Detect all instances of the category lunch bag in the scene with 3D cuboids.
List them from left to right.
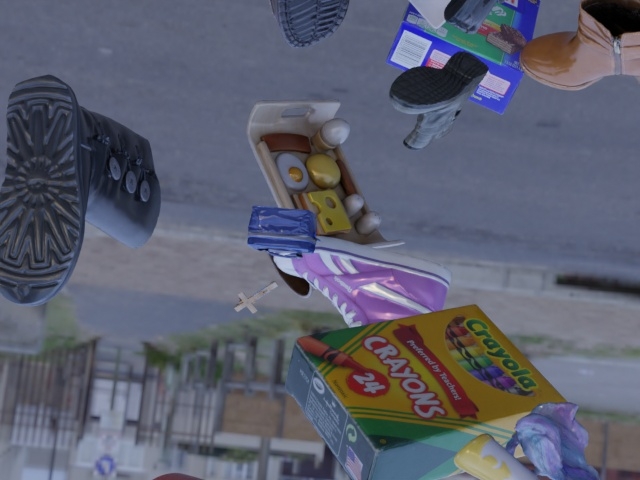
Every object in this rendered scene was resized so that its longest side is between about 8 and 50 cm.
[{"bbox_3d":[-0.048,-0.009,1.538,0.098,0.065,0.067,5,176,13],"label":"lunch bag"}]

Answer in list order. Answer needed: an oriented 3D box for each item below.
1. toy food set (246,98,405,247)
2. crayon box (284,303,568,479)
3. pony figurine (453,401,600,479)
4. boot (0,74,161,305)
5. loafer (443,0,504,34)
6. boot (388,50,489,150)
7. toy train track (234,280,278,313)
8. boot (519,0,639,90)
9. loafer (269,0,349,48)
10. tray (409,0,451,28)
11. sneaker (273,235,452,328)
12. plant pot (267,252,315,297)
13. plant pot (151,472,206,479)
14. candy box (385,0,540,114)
[{"bbox_3d":[0.016,-0.114,2.036,0.219,0.306,0.092,-8,158,-46],"label":"toy food set"},{"bbox_3d":[0.145,0.178,1.357,0.318,0.081,0.202,-8,-143,-29],"label":"crayon box"},{"bbox_3d":[0.270,0.329,1.049,0.363,0.351,0.303,50,177,27],"label":"pony figurine"},{"bbox_3d":[-0.404,-0.048,1.952,0.146,0.367,0.445,5,171,7],"label":"boot"},{"bbox_3d":[0.276,-0.409,1.841,0.061,0.062,0.170,31,118,-28],"label":"loafer"},{"bbox_3d":[0.177,-0.206,1.850,0.083,0.161,0.246,41,-140,19],"label":"boot"},{"bbox_3d":[-0.110,0.093,1.927,0.048,0.083,0.014,55,-173,-28],"label":"toy train track"},{"bbox_3d":[0.431,-0.315,1.806,0.283,0.109,0.220,18,174,29],"label":"boot"},{"bbox_3d":[-0.040,-0.483,1.857,0.134,0.130,0.366,-20,137,-12],"label":"loafer"},{"bbox_3d":[0.177,-0.519,2.027,0.145,0.270,0.030,-44,164,20],"label":"tray"},{"bbox_3d":[0.038,0.088,1.658,0.282,0.161,0.102,11,165,28],"label":"sneaker"},{"bbox_3d":[0.000,0.000,2.184,0.165,0.167,0.167,-29,-176,-21],"label":"plant pot"},{"bbox_3d":[-0.240,0.580,2.182,0.275,0.275,0.243,13,-178,-40],"label":"plant pot"},{"bbox_3d":[0.304,-0.442,2.357,0.268,0.317,0.122,23,134,-3],"label":"candy box"}]
